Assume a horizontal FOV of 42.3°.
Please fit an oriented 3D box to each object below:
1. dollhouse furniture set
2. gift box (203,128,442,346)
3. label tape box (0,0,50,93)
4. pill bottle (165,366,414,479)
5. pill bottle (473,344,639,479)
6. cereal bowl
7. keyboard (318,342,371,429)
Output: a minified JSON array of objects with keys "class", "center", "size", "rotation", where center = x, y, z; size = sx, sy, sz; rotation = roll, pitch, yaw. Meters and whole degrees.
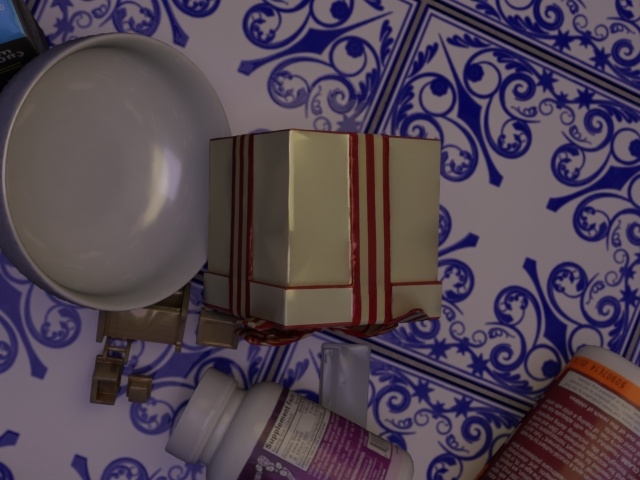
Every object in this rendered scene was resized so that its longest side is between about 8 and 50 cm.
[{"class":"dollhouse furniture set","center":[-0.210,0.144,1.131],"size":[0.182,0.101,0.160],"rotation":[9,114,-9]},{"class":"gift box","center":[0.000,0.000,1.020],"size":[0.255,0.276,0.258],"rotation":[-1,94,-27]},{"class":"label tape box","center":[-0.455,-0.222,0.945],"size":[0.241,0.333,0.105],"rotation":[-20,86,-8]},{"class":"pill bottle","center":[-0.044,0.291,1.095],"size":[0.302,0.169,0.169],"rotation":[27,86,0]},{"class":"pill bottle","center":[0.334,0.359,1.134],"size":[0.224,0.224,0.392],"rotation":[42,84,-7]},{"class":"cereal bowl","center":[-0.273,-0.085,1.032],"size":[0.339,0.141,0.338],"rotation":[-8,101,-48]},{"class":"keyboard","center":[0.031,0.276,1.194],"size":[0.072,0.014,0.255],"rotation":[3,90,-14]}]
